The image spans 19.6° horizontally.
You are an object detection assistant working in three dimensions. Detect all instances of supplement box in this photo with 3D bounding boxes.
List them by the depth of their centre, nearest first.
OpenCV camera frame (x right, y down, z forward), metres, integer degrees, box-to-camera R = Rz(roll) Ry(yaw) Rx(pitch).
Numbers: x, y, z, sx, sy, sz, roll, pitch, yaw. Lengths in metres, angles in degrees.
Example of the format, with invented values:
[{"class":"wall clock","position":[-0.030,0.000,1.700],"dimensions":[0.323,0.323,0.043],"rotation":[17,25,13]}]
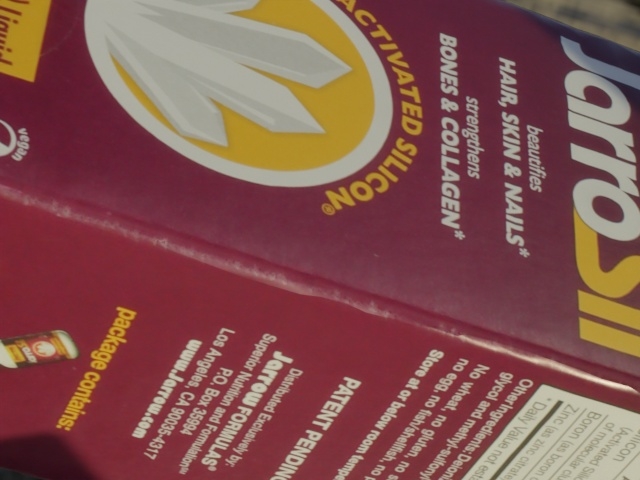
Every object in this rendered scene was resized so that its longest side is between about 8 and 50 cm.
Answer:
[{"class":"supplement box","position":[0.000,0.000,0.385],"dimensions":[0.188,0.081,0.104],"rotation":[18,45,-15]}]
